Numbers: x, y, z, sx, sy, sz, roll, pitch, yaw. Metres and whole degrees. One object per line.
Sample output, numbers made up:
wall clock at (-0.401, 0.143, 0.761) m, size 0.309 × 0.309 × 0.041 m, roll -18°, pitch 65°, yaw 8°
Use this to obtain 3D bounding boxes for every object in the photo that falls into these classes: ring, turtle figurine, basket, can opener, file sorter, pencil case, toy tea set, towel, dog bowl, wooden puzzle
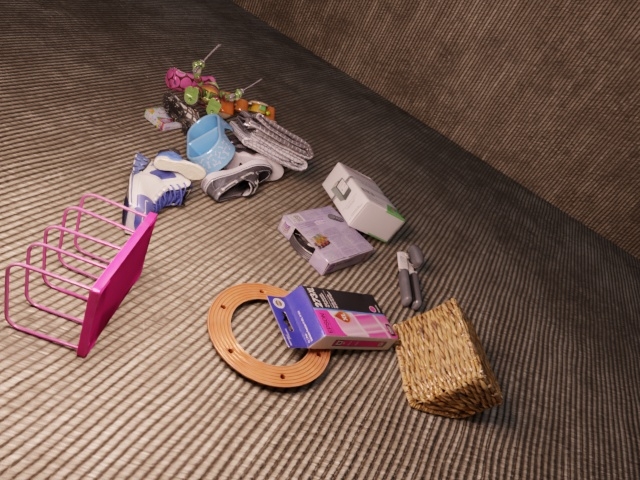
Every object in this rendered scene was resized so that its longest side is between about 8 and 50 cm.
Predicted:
ring at (-0.131, 0.241, 1.289) m, size 0.337 × 0.032 × 0.336 m, roll 20°, pitch 35°, yaw -15°
turtle figurine at (-0.401, -0.601, 1.889) m, size 0.197 × 0.275 × 0.266 m, roll 59°, pitch 19°, yaw -30°
basket at (0.365, 0.362, 1.444) m, size 0.213 × 0.223 × 0.299 m, roll 50°, pitch 20°, yaw -34°
can opener at (0.319, 0.115, 1.738) m, size 0.076 × 0.095 × 0.283 m, roll 21°, pitch 33°, yaw -11°
file sorter at (-0.517, 0.059, 1.088) m, size 0.182 × 0.202 × 0.290 m, roll 22°, pitch 34°, yaw -8°
pencil case at (-0.558, -0.692, 2.164) m, size 0.209 × 0.098 × 0.095 m, roll -5°, pitch 46°, yaw -42°
toy tea set at (-0.341, -0.554, 2.165) m, size 0.336 × 0.124 × 0.200 m, roll 10°, pitch 8°, yaw -22°
towel at (-0.182, -0.384, 1.860) m, size 0.284 × 0.121 × 0.235 m, roll 25°, pitch 13°, yaw -30°
dog bowl at (-0.394, -0.345, 1.750) m, size 0.074 × 0.166 × 0.297 m, roll 55°, pitch 13°, yaw -42°
wooden puzzle at (0.000, 0.000, 1.615) m, size 0.049 × 0.006 × 0.083 m, roll 40°, pitch 36°, yaw 16°

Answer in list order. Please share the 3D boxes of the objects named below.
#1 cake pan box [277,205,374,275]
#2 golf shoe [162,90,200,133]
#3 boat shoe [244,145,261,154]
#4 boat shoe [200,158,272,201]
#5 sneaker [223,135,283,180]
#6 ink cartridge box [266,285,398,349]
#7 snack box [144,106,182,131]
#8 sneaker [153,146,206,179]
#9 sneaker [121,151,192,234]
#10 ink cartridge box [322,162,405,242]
cake pan box at (0.019, -0.007, 1.704) m, size 0.246 × 0.070 × 0.267 m, roll 43°, pitch 35°, yaw 24°
golf shoe at (-0.514, -0.480, 1.867) m, size 0.198 × 0.077 × 0.093 m, roll 58°, pitch 31°, yaw -33°
boat shoe at (-0.248, -0.365, 2.003) m, size 0.137 × 0.049 × 0.043 m, roll 25°, pitch 36°, yaw -2°
boat shoe at (-0.263, -0.200, 1.716) m, size 0.102 × 0.108 × 0.301 m, roll 43°, pitch 38°, yaw 20°
sneaker at (-0.270, -0.317, 1.873) m, size 0.269 × 0.101 × 0.153 m, roll 13°, pitch 34°, yaw -26°
ink cartridge box at (0.040, 0.216, 1.379) m, size 0.371 × 0.069 × 0.175 m, roll 9°, pitch 38°, yaw -38°
snack box at (-0.582, -0.467, 1.896) m, size 0.100 × 0.037 × 0.141 m, roll 38°, pitch 33°, yaw 13°
sneaker at (-0.418, -0.235, 1.497) m, size 0.152 × 0.058 × 0.084 m, roll 11°, pitch 37°, yaw -16°
sneaker at (-0.471, -0.144, 1.463) m, size 0.182 × 0.127 × 0.315 m, roll 12°, pitch 35°, yaw -21°
ink cartridge box at (0.160, -0.148, 1.895) m, size 0.211 × 0.121 × 0.289 m, roll 23°, pitch 25°, yaw -36°
